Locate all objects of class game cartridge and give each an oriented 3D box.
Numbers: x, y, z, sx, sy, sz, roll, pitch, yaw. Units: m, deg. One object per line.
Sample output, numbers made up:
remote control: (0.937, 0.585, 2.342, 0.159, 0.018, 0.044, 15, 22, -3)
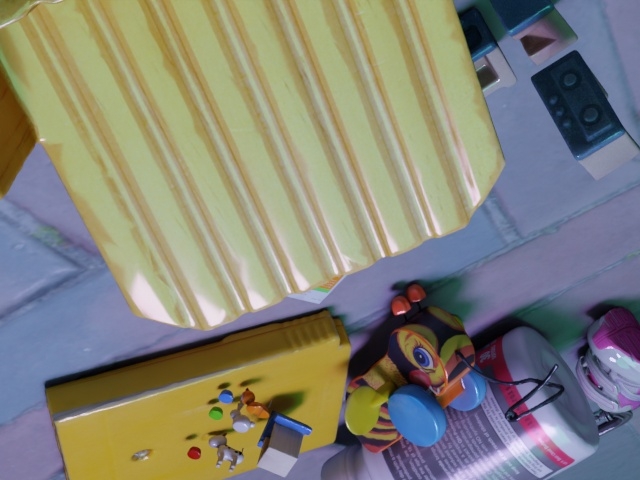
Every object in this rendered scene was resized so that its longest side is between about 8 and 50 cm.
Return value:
game cartridge: (-0.130, 0.197, 1.437, 0.324, 0.052, 0.285, -16, 150, -15)

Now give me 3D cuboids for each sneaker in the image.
sneaker: (0.384, 0.169, 1.662, 0.111, 0.103, 0.252, -32, 148, 14)

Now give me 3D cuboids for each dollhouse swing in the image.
dollhouse swing: (-0.033, -0.068, 0.785, 0.347, 0.315, 0.304, -22, 107, 1)

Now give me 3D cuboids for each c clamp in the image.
c clamp: (0.391, 0.289, 1.941, 0.161, 0.022, 0.137, -29, 149, 13)

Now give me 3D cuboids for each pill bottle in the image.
pill bottle: (0.163, 0.254, 1.583, 0.319, 0.176, 0.176, -34, 148, 20)

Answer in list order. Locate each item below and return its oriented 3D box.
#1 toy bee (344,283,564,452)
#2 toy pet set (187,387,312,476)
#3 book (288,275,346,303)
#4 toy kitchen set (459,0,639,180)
toy bee: (0.118, 0.128, 1.411, 0.298, 0.162, 0.195, -30, -177, 32)
toy pet set: (-0.068, 0.197, 1.392, 0.114, 0.065, 0.122, 24, 132, -8)
book: (0.000, 0.000, 1.213, 0.096, 0.035, 0.144, 12, 136, -39)
toy kitchen set: (0.109, -0.092, 0.996, 0.207, 0.166, 0.122, -33, 149, 18)
